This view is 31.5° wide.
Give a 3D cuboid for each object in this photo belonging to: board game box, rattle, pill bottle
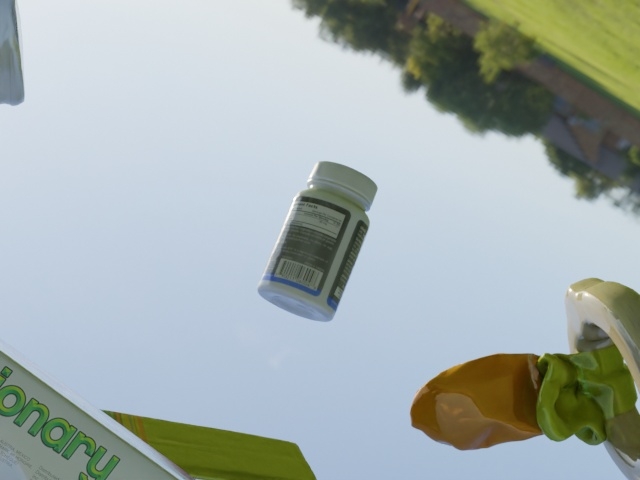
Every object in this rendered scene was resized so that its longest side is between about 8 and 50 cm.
[{"bbox_3d":[-0.140,0.108,0.605,0.305,0.053,0.193,42,167,-25],"label":"board game box"},{"bbox_3d":[0.148,0.107,0.611,0.143,0.130,0.199,-2,-151,-14],"label":"rattle"},{"bbox_3d":[0.000,0.000,1.060,0.078,0.137,0.078,21,165,6],"label":"pill bottle"}]

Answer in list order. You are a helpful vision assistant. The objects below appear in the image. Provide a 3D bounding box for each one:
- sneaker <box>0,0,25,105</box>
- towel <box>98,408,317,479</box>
[{"bbox_3d":[-0.237,-0.173,0.700,0.094,0.212,0.080,-4,-142,-13],"label":"sneaker"},{"bbox_3d":[-0.122,0.183,0.971,0.237,0.021,0.102,12,-168,-17],"label":"towel"}]
